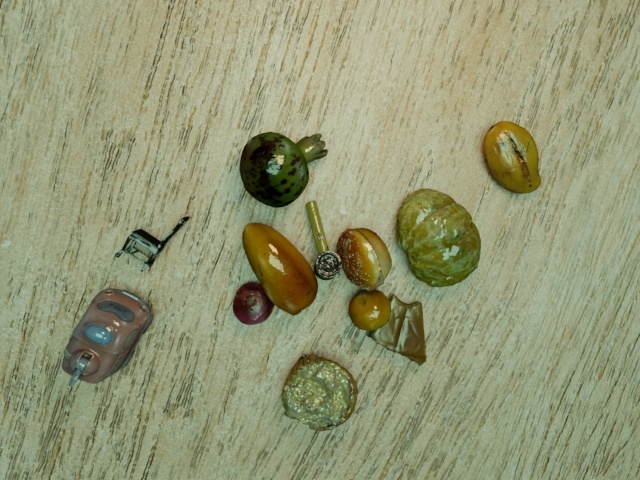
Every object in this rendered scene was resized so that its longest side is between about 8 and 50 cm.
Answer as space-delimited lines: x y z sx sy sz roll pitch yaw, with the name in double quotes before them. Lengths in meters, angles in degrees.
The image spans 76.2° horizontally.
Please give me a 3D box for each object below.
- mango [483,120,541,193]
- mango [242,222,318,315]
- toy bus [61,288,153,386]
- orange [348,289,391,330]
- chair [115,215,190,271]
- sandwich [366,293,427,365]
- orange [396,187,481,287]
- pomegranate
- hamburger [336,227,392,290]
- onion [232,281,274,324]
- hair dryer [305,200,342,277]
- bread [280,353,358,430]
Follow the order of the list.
"mango" 0.695 -0.289 1.463 0.177 0.120 0.295 -34 100 0
"mango" -0.136 0.082 1.372 0.350 0.199 0.201 59 44 -22
"toy bus" -0.693 0.312 1.307 0.197 0.232 0.294 30 93 -9
"orange" 0.178 0.250 1.451 0.154 0.155 0.134 -35 130 -2
"chair" -0.549 -0.017 1.351 0.113 0.106 0.229 36 90 -12
"sandwich" 0.329 0.326 1.521 0.245 0.063 0.212 29 91 -11
"orange" 0.421 -0.002 1.424 0.271 0.210 0.369 -31 102 -5
"pomegranate" -0.116 -0.232 1.339 0.306 0.242 0.242 -12 99 -36
"hamburger" 0.145 0.059 1.392 0.147 0.237 0.237 -34 100 -18
"onion" -0.230 0.215 1.399 0.150 0.140 0.150 2 80 -11
"hair dryer" 0.000 0.000 1.425 0.090 0.135 0.279 -14 81 -5
"bread" -0.002 0.540 1.463 0.274 0.149 0.274 0 100 -2
